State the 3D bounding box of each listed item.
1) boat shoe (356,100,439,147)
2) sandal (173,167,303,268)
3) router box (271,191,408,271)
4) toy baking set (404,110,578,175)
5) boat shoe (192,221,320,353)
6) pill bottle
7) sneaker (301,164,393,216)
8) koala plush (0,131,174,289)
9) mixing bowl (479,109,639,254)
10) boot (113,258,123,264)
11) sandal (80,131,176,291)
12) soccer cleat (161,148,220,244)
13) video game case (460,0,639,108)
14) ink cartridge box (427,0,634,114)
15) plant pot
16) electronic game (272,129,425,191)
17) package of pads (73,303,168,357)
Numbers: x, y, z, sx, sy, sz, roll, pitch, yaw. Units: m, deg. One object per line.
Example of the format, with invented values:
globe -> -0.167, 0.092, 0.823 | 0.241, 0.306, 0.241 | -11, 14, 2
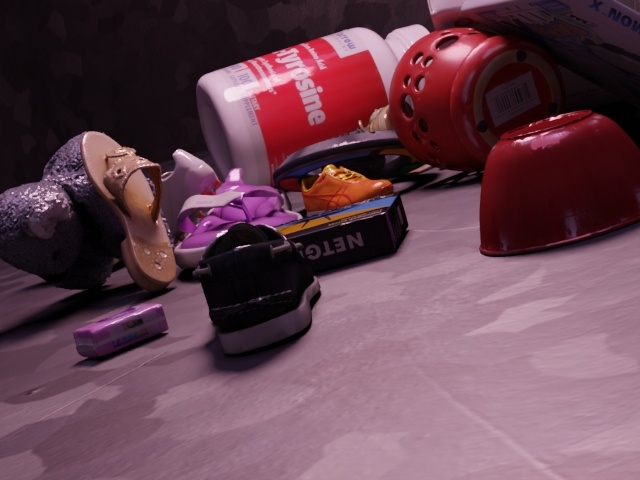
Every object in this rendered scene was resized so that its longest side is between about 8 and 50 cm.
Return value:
boat shoe -> 0.116, -0.154, 2.218 | 0.089, 0.105, 0.285 | -20, -3, 15
sandal -> -0.116, -0.039, 1.855 | 0.169, 0.102, 0.416 | -18, 7, -2
router box -> 0.000, 0.000, 1.548 | 0.179, 0.046, 0.133 | -15, 8, 11
toy baking set -> 0.253, -0.151, 2.105 | 0.256, 0.030, 0.197 | -14, 9, 21
boat shoe -> -0.060, 0.026, 1.328 | 0.114, 0.091, 0.302 | -18, 8, -6
pill bottle -> 0.009, -0.235, 2.489 | 0.407, 0.229, 0.229 | -20, 8, -14
sneaker -> 0.028, -0.067, 1.879 | 0.064, 0.067, 0.175 | -21, 10, -37
koala plush -> -0.333, -0.026, 1.802 | 0.196, 0.203, 0.221 | -12, 3, 40
mixing bowl -> 0.220, -0.061, 1.314 | 0.181, 0.098, 0.181 | -16, 8, 2
boot -> -0.329, 0.000, 2.147 | 0.213, 0.077, 0.165 | -2, 17, 44
sandal -> -0.213, -0.057, 1.728 | 0.088, 0.240, 0.079 | 7, -40, -43
soccer cleat -> -0.201, -0.055, 2.018 | 0.068, 0.076, 0.196 | -40, -10, -41
video game case -> 0.349, -0.233, 1.747 | 0.300, 0.036, 0.329 | 26, -1, -13
ink cartridge box -> 0.302, -0.325, 2.068 | 0.279, 0.160, 0.385 | -12, -24, 8
plant pot -> 0.210, -0.179, 1.861 | 0.191, 0.191, 0.174 | -20, 18, -22
electronic game -> 0.046, -0.105, 2.008 | 0.229, 0.048, 0.229 | -11, -9, -2
package of pads -> -0.197, 0.089, 1.409 | 0.083, 0.032, 0.050 | -22, 11, -32
